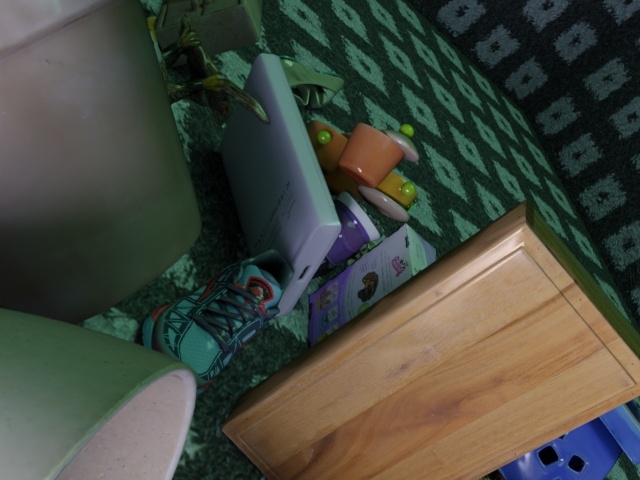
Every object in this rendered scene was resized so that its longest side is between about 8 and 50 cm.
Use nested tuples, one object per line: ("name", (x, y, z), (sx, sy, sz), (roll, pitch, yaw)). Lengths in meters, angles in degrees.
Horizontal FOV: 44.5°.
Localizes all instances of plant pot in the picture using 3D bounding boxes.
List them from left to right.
("plant pot", (-0.254, -0.085, 0.708), (0.280, 0.323, 0.323), (61, 23, -20))
("plant pot", (0.380, 0.278, 1.251), (0.236, 0.212, 0.236), (56, 18, 12))

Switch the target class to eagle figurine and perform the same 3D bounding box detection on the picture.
("eagle figurine", (-0.251, -0.188, 0.985), (0.226, 0.225, 0.298), (23, 42, 39))

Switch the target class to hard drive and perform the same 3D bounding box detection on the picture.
("hard drive", (-0.066, -0.078, 1.084), (0.040, 0.203, 0.308), (1, 52, -27))

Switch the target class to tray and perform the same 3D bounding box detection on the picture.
("tray", (0.108, 0.160, 0.820), (0.203, 0.411, 0.076), (48, 27, -8))

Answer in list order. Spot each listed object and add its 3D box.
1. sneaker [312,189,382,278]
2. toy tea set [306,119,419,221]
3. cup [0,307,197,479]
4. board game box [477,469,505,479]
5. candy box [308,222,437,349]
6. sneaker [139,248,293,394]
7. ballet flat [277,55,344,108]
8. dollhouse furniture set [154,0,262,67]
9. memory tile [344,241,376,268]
("sneaker", (0.000, 0.000, 1.180), (0.107, 0.124, 0.283), (52, -6, 3))
("toy tea set", (0.059, -0.131, 1.122), (0.200, 0.124, 0.336), (37, -6, -28))
("cup", (-0.250, 0.159, 0.411), (0.236, 0.331, 0.331), (27, 25, 8))
("board game box", (0.205, 0.309, 1.210), (0.243, 0.042, 0.165), (52, 26, -1))
("candy box", (0.074, 0.096, 1.091), (0.070, 0.196, 0.165), (39, 30, -25))
("sneaker", (-0.109, 0.075, 0.899), (0.104, 0.125, 0.262), (48, 26, -6))
("ballet flat", (-0.028, -0.307, 1.584), (0.248, 0.086, 0.086), (2, 55, -56))
("dollhouse furniture set", (-0.227, -0.521, 1.222), (0.257, 0.361, 0.394), (-93, 165, -48))
("memory tile", (0.064, 0.013, 1.388), (0.113, 0.012, 0.148), (59, 26, 12))
